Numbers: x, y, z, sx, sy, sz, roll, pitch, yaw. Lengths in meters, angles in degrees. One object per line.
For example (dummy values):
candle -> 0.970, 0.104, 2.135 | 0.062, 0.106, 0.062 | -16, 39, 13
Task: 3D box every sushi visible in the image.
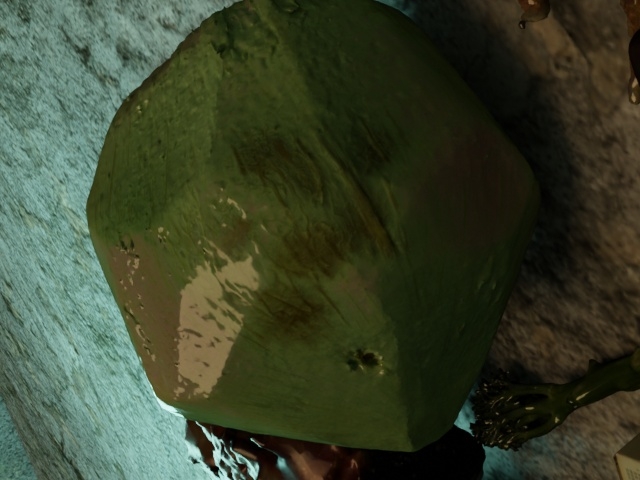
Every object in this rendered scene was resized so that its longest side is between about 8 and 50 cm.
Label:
sushi -> 0.001, 0.172, 1.123 | 0.182, 0.196, 0.343 | 59, 160, -18

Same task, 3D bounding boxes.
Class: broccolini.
broccolini -> 0.186, 0.107, 0.952 | 0.067, 0.058, 0.216 | 21, 150, -15

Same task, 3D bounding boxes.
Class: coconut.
coconut -> 0.000, 0.000, 0.889 | 0.328, 0.328, 0.281 | 52, -177, 15

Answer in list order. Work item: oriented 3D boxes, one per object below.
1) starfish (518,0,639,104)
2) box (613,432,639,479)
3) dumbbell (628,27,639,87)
starfish -> 0.152, -0.222, 0.637 | 0.299, 0.060, 0.302 | 64, 154, -4
box -> 0.297, 0.216, 0.791 | 0.168, 0.095, 0.212 | 17, 132, 57
dumbbell -> 0.244, -0.020, 0.599 | 0.140, 0.124, 0.225 | 9, 125, 66
